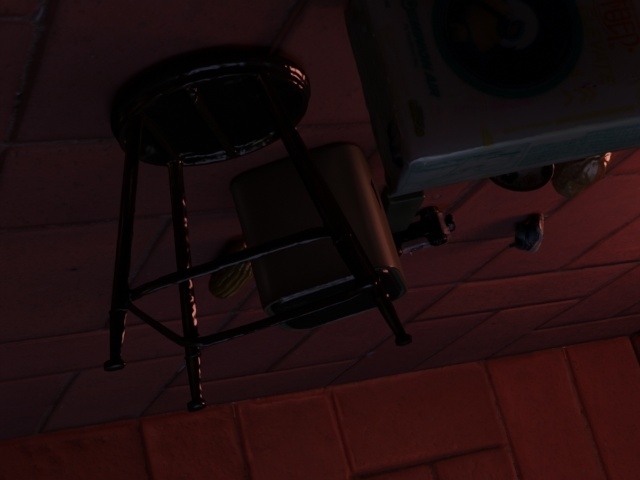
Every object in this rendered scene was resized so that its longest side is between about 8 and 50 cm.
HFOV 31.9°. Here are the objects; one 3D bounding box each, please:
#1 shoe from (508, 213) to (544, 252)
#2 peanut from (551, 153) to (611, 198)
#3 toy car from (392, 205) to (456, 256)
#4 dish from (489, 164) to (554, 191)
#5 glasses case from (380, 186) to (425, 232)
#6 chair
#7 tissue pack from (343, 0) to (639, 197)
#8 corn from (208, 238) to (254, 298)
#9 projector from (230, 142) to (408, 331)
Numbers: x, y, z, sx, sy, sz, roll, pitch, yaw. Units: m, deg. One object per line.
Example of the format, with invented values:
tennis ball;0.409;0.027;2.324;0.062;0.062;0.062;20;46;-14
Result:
shoe;0.496;-0.020;2.664;0.071;0.064;0.143;5;154;-2
peanut;0.521;-0.150;2.238;0.090;0.098;0.214;-22;165;-12
toy car;0.206;-0.015;2.408;0.171;0.080;0.070;-17;163;3
dish;0.379;-0.168;2.131;0.141;0.078;0.141;13;140;11
glasses case;0.155;-0.064;2.287;0.078;0.039;0.184;-11;161;-12
chair;-0.119;-0.026;1.601;0.362;0.410;0.364;-18;161;6
tissue pack;0.250;-0.238;1.479;0.388;0.287;0.162;-11;167;-11
corn;-0.178;0.064;2.340;0.080;0.080;0.231;-7;161;-23
projector;0.000;0.000;2.023;0.248;0.249;0.248;-18;161;7
